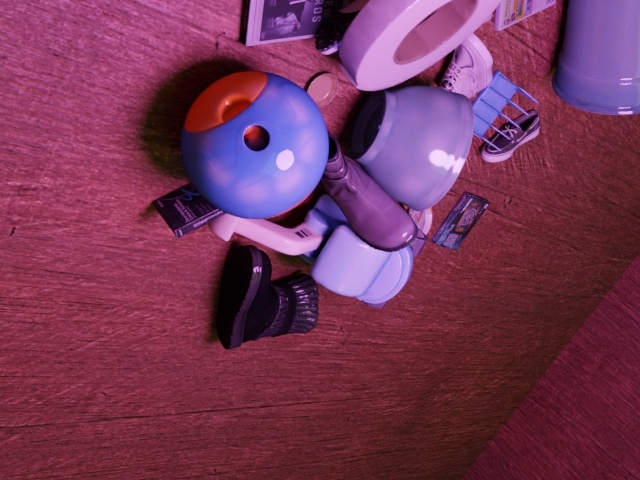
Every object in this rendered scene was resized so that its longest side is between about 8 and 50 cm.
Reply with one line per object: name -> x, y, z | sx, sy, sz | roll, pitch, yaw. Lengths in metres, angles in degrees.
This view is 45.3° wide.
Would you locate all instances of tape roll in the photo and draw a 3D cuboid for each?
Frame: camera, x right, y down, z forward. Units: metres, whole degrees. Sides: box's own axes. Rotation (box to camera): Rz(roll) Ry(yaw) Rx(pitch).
tape roll -> 0.214, -0.451, 1.553 | 0.392, 0.072, 0.392 | -33, 170, -7

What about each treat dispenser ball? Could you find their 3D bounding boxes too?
treat dispenser ball -> -0.127, -0.185, 1.496 | 0.288, 0.288, 0.288 | -24, 139, -23

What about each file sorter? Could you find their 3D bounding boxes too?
file sorter -> 0.479, -0.341, 2.051 | 0.118, 0.104, 0.170 | 19, 112, -49

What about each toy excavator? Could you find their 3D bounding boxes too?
toy excavator -> 0.000, 0.000, 1.816 | 0.222, 0.433, 0.445 | -58, 168, 19

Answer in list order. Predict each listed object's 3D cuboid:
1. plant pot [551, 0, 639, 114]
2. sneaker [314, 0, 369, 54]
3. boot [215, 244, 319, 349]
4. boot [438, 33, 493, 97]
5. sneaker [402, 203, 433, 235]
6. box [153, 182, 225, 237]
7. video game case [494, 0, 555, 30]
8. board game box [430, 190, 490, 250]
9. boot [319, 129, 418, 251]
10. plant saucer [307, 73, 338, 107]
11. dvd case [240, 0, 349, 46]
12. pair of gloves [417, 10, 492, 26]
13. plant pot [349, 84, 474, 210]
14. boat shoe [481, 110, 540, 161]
plant pot -> 0.769, -0.554, 1.956 | 0.341, 0.341, 0.334 | -29, 132, -18
sneaker -> 0.093, -0.453, 1.552 | 0.237, 0.085, 0.086 | -40, 139, 6
boot -> -0.113, 0.127, 1.934 | 0.260, 0.131, 0.348 | -9, 142, -27
boot -> 0.343, -0.403, 1.849 | 0.123, 0.095, 0.258 | -43, 157, 4
sneaker -> 0.259, -0.092, 2.121 | 0.093, 0.088, 0.225 | -8, 126, -24
box -> -0.258, -0.080, 1.622 | 0.162, 0.116, 0.029 | -30, 139, -18
video game case -> 0.507, -0.638, 1.859 | 0.193, 0.023, 0.212 | -29, 141, -19
board game box -> 0.427, -0.058, 2.339 | 0.126, 0.026, 0.186 | 14, 116, -48
boot -> 0.061, -0.125, 1.684 | 0.118, 0.338, 0.222 | -44, 144, -6
plant saucer -> 0.001, -0.334, 1.696 | 0.083, 0.015, 0.083 | -24, 139, -23
dvd case -> -0.041, -0.481, 1.507 | 0.239, 0.029, 0.179 | -16, 136, -31
pair of gloves -> 0.292, -0.531, 1.751 | 0.204, 0.042, 0.240 | -41, 142, -3
plant pot -> 0.188, -0.236, 1.778 | 0.196, 0.293, 0.293 | 18, 115, -20
boat shoe -> 0.539, -0.300, 2.174 | 0.219, 0.078, 0.070 | -35, 144, -24
